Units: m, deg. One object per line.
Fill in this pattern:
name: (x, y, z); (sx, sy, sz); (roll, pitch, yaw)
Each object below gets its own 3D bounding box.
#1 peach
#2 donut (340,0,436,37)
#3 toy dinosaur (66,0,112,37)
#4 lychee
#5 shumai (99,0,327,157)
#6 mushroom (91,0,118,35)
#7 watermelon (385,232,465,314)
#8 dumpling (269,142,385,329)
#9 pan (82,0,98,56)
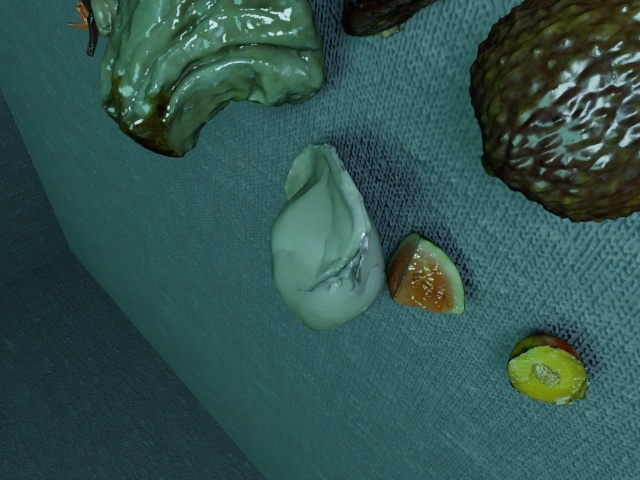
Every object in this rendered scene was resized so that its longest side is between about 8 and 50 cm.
peach: (0.285, 0.154, 0.583); (0.098, 0.061, 0.098); (13, 126, 18)
donut: (0.087, -0.266, 0.400); (0.295, 0.151, 0.113); (-4, 105, 54)
toy dinosaur: (-0.472, -0.480, 1.017); (0.279, 0.055, 0.102); (19, 141, 42)
lychee: (0.203, -0.108, 0.358); (0.194, 0.194, 0.195); (33, 141, 32)
shumai: (-0.181, -0.253, 0.594); (0.309, 0.263, 0.304); (28, 159, 42)
mushroom: (-0.330, -0.411, 0.823); (0.166, 0.127, 0.166); (26, 137, 27)
watermelon: (0.131, 0.059, 0.671); (0.125, 0.094, 0.135); (54, 154, -14)
dumpling: (0.000, 0.001, 0.739); (0.341, 0.181, 0.260); (51, -159, -66)
pan: (-0.457, -0.467, 0.951); (0.115, 0.040, 0.212); (46, 126, 6)
